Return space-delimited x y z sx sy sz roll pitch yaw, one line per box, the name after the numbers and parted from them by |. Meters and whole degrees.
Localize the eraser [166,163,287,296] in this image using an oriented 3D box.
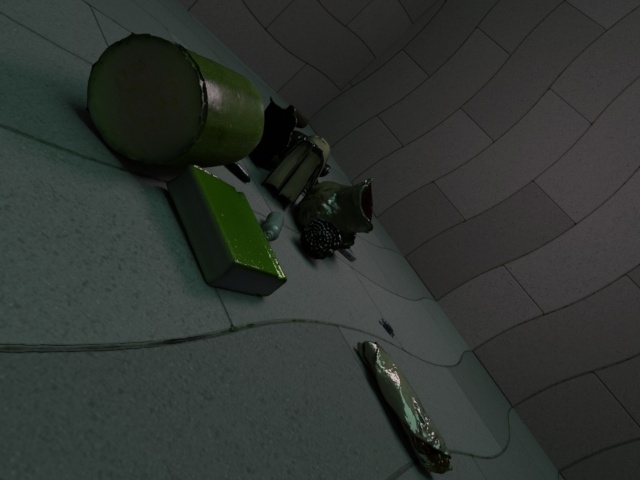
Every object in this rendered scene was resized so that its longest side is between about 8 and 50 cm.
-0.204 -0.018 1.014 0.210 0.092 0.274 28 28 -58 | eraser

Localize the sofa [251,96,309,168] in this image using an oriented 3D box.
-0.162 -0.405 1.800 0.182 0.258 0.200 39 11 11 | sofa

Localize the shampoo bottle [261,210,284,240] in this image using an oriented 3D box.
-0.141 -0.032 1.313 0.056 0.056 0.195 47 16 -14 | shampoo bottle

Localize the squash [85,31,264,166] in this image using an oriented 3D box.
-0.307 -0.299 1.066 0.263 0.263 0.384 50 14 -1 | squash

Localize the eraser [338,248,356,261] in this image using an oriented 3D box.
0.103 0.040 1.934 0.122 0.029 0.052 40 17 -36 | eraser

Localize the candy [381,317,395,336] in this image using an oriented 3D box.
0.249 0.320 1.691 0.083 0.020 0.030 52 14 -2 | candy

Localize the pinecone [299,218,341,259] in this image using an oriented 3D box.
-0.001 -0.002 1.526 0.140 0.140 0.121 51 -14 2 | pinecone

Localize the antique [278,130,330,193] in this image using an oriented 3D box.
-0.091 -0.371 2.095 0.255 0.185 0.322 47 12 -44 | antique

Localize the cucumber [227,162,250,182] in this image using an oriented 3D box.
-0.287 -0.248 1.452 0.184 0.036 0.033 44 23 -27 | cucumber

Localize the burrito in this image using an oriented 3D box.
0.211 0.422 1.213 0.117 0.076 0.392 24 27 -47 | burrito

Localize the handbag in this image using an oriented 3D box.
-0.069 -0.284 1.765 0.160 0.237 0.358 37 16 -7 | handbag

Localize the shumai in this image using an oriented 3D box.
0.086 -0.151 1.719 0.291 0.289 0.330 24 28 -18 | shumai
